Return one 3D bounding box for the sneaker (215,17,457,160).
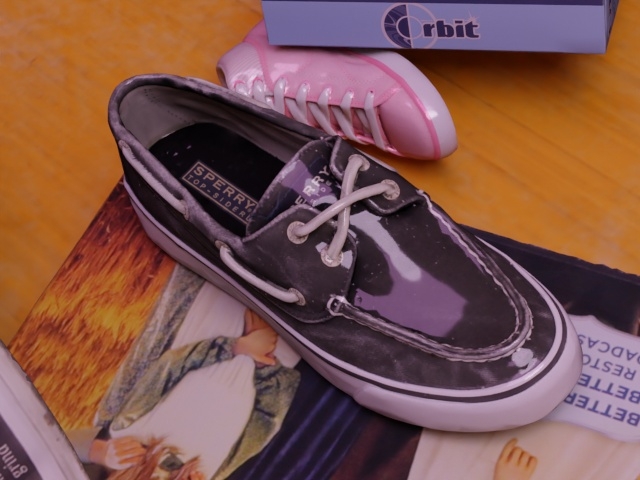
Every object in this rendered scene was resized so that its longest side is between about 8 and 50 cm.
[{"bbox_3d":[0.001,-0.062,0.757,0.070,0.051,0.134,-35,47,-16],"label":"sneaker"}]

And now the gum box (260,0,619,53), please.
[{"bbox_3d":[0.072,-0.155,0.782,0.157,0.041,0.184,4,39,16],"label":"gum box"}]

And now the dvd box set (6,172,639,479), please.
[{"bbox_3d":[-0.038,0.168,0.598,0.307,0.062,0.420,18,61,25],"label":"dvd box set"}]

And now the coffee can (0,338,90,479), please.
[{"bbox_3d":[-0.237,0.110,0.513,0.201,0.201,0.275,34,64,31],"label":"coffee can"}]

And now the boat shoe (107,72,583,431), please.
[{"bbox_3d":[0.000,0.000,0.626,0.219,0.070,0.078,27,65,30],"label":"boat shoe"}]
